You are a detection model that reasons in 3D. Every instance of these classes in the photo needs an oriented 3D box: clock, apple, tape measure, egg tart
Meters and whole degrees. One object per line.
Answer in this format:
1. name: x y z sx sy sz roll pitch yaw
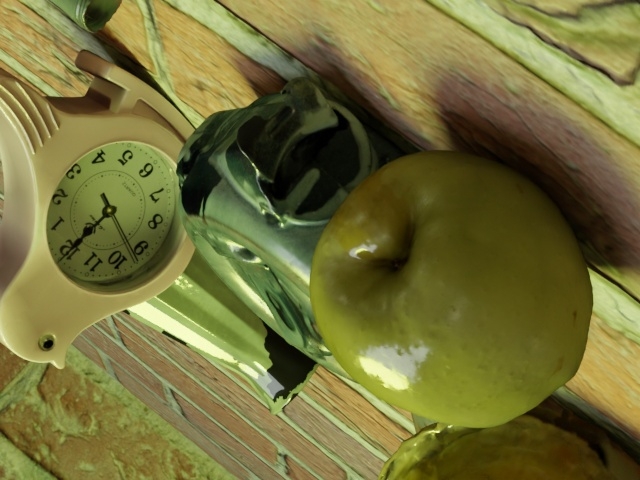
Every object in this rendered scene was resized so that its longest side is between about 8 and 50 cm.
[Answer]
1. clock: -0.250 -0.045 1.572 0.080 0.275 0.290 27 157 54
2. apple: 0.092 0.035 1.124 0.200 0.200 0.200 37 165 12
3. tape measure: 0.000 0.000 1.323 0.275 0.147 0.256 46 165 -17
4. egg tart: 0.162 0.317 1.467 0.345 0.345 0.132 34 -165 24

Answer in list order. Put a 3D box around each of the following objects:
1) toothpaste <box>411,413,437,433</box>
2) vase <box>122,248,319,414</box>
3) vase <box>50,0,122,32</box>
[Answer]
1. toothpaste: 0.118 0.156 1.659 0.100 0.066 0.323 38 162 29
2. vase: -0.159 0.046 1.875 0.360 0.165 0.165 37 166 -6
3. vase: -0.264 -0.250 1.394 0.214 0.086 0.086 31 163 17
